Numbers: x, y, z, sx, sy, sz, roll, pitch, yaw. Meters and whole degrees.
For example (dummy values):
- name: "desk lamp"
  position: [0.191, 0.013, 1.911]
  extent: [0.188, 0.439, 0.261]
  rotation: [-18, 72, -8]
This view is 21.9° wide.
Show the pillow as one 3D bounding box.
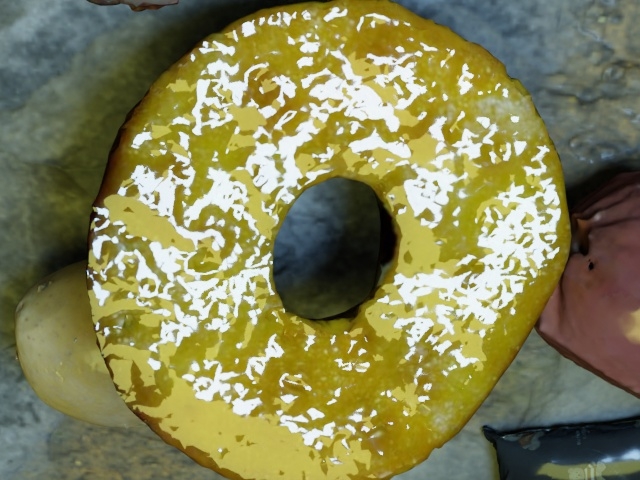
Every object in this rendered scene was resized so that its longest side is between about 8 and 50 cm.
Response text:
- name: "pillow"
  position: [0.198, 0.172, 1.216]
  extent: [0.150, 0.048, 0.090]
  rotation: [-6, 127, 10]

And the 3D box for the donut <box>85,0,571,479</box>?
- name: "donut"
  position: [0.000, 0.000, 1.020]
  extent: [0.303, 0.110, 0.303]
  rotation: [-1, 99, -7]

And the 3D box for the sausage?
- name: "sausage"
  position: [0.268, 0.060, 1.071]
  extent: [0.279, 0.152, 0.152]
  rotation: [28, 122, -16]

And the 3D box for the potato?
- name: "potato"
  position: [-0.119, 0.071, 1.128]
  extent: [0.178, 0.109, 0.118]
  rotation: [5, 101, 0]

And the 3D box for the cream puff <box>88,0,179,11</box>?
- name: "cream puff"
  position: [-0.081, -0.280, 0.810]
  extent: [0.350, 0.228, 0.350]
  rotation: [-4, 117, -9]
